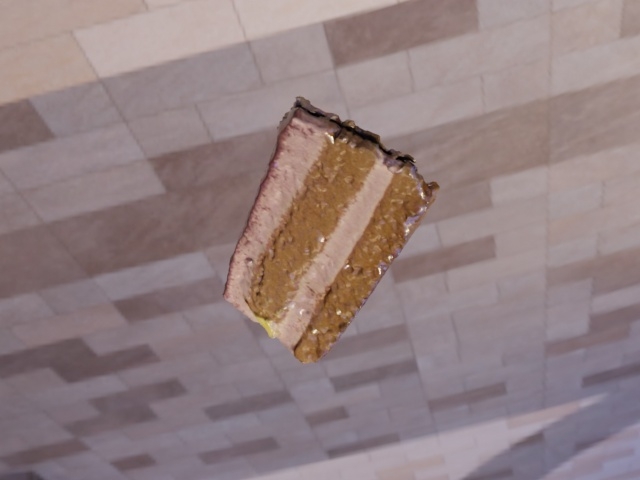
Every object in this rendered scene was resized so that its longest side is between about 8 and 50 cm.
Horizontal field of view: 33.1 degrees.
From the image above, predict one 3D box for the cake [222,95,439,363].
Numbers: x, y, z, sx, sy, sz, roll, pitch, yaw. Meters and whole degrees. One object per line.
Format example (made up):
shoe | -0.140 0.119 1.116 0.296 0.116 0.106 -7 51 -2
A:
cake | 0.000 0.000 0.792 0.116 0.112 0.295 30 156 3
